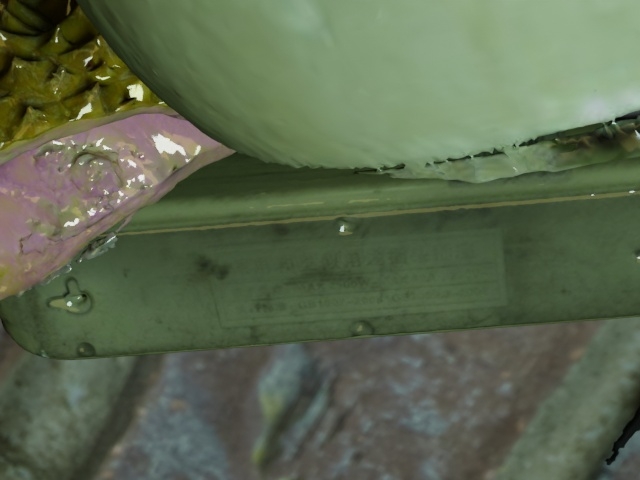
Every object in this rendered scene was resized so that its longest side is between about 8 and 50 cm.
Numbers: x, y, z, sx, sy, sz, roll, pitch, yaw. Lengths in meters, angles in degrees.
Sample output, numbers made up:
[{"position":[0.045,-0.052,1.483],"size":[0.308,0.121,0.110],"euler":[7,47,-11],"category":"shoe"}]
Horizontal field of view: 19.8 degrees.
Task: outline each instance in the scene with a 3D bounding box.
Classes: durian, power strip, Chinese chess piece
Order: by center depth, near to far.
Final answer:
[{"position":[0.076,-0.158,0.570],"size":[0.349,0.349,0.146],"euler":[-18,116,17],"category":"Chinese chess piece"},{"position":[-0.122,-0.044,0.782],"size":[0.182,0.165,0.132],"euler":[-12,120,32],"category":"durian"},{"position":[0.000,0.000,0.860],"size":[0.387,0.066,0.092],"euler":[-4,124,6],"category":"power strip"}]
